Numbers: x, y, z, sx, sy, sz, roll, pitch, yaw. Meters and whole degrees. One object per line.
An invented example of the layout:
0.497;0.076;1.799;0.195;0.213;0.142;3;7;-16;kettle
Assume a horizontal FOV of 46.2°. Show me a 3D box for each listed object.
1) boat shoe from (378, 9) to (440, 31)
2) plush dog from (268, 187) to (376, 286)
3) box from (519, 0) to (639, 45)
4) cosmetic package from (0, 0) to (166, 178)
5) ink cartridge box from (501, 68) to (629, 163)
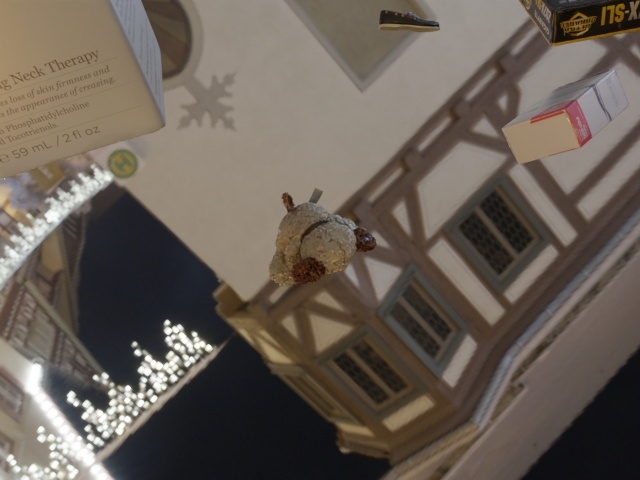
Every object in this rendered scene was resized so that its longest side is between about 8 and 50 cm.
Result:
0.190;-0.466;1.593;0.049;0.133;0.042;-162;-104;-86;boat shoe
0.000;0.000;1.792;0.262;0.211;0.225;-32;-144;-19;plush dog
0.560;-0.490;1.439;0.322;0.079;0.257;-11;-140;1;box
-0.497;-0.388;1.315;0.329;0.394;0.327;-18;-139;1;cosmetic package
0.503;-0.254;1.536;0.218;0.092;0.158;-38;-165;-34;ink cartridge box
